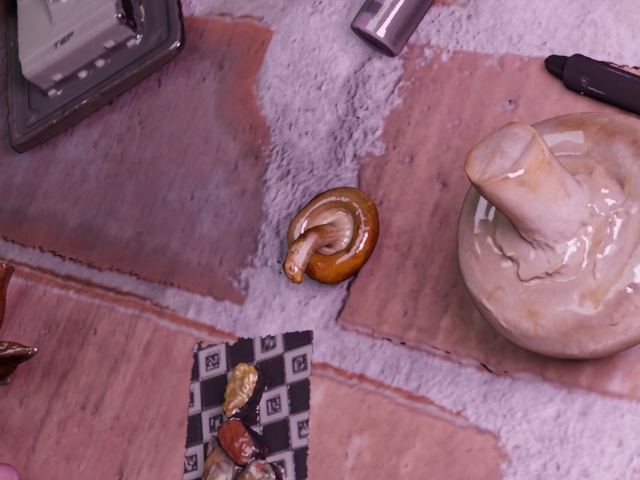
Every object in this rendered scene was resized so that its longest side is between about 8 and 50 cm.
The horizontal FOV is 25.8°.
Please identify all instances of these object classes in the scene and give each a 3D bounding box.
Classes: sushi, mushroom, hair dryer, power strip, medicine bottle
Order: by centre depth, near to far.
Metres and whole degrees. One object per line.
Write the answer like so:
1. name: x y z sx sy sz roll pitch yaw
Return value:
1. mushroom: 0.190 -0.018 1.095 0.207 0.215 0.207 -18 55 28
2. hair dryer: 0.295 -0.131 1.192 0.248 0.070 0.114 31 87 47
3. sushi: -0.076 0.172 1.285 0.139 0.031 0.201 -12 61 27
4. mushroom: 0.001 0.008 1.285 0.088 0.072 0.129 19 44 23
5. medicine bottle: 0.106 -0.276 1.373 0.058 0.058 0.199 30 85 38
6. power strip: -0.275 -0.260 1.583 0.257 0.092 0.251 -27 59 23

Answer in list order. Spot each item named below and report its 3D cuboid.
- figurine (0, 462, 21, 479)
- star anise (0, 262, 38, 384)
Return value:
1. figurine: -0.372 0.285 1.329 0.173 0.173 0.173 -14 61 26
2. star anise: -0.408 0.143 1.474 0.288 0.088 0.288 -12 63 25
